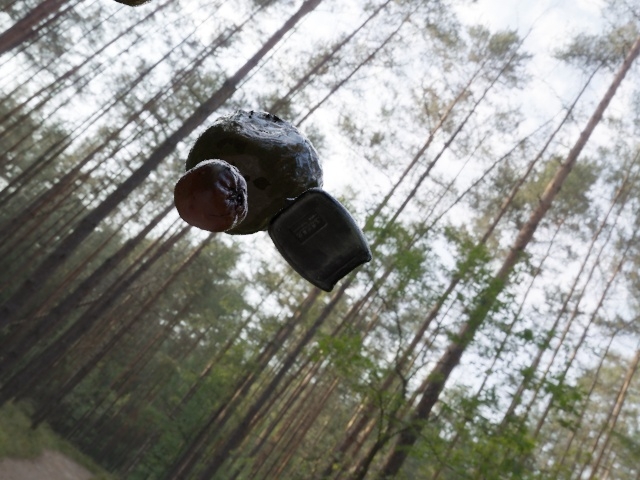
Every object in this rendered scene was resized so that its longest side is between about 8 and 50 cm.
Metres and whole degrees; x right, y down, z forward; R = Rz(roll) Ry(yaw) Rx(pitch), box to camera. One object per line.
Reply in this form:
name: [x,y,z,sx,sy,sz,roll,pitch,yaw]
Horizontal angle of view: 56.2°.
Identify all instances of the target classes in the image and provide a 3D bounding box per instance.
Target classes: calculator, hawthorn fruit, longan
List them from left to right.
hawthorn fruit: [-0.228,-0.087,1.207,0.172,0.148,0.148,-3,-46,31]
longan: [-0.220,-0.224,1.924,0.404,0.436,0.403,161,-90,-82]
calculator: [0.000,0.000,1.320,0.268,0.177,0.040,48,4,-32]

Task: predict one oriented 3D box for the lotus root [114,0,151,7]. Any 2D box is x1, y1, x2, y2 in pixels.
lotus root: [-0.503,-0.685,1.477,0.193,0.193,0.291,32,6,14]
